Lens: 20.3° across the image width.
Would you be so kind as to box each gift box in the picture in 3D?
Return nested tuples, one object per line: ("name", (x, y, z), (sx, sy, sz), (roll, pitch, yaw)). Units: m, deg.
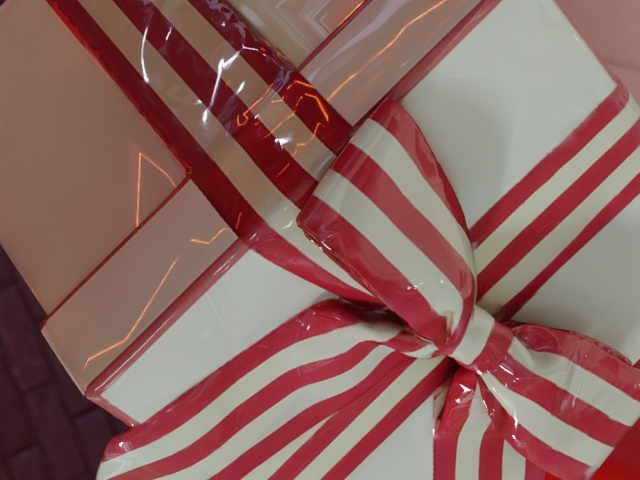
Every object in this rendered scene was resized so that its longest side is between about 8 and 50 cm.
("gift box", (0.000, 0.000, 0.773), (0.255, 0.276, 0.258), (35, -172, -44))
